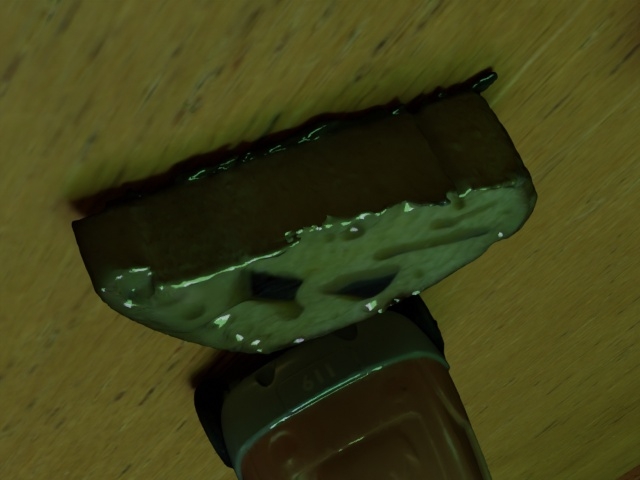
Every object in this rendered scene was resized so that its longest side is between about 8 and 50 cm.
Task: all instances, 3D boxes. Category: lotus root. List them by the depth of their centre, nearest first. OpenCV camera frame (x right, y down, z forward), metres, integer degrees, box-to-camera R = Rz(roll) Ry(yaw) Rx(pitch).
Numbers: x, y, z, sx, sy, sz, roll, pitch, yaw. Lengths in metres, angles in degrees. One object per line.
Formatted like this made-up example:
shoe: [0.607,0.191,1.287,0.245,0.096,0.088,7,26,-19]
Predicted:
lotus root: [0.000,0.000,0.579,0.261,0.074,0.170,-22,157,-14]

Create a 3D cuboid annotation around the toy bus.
toy bus: [0.047,0.185,0.791,0.194,0.232,0.287,-30,153,-4]
